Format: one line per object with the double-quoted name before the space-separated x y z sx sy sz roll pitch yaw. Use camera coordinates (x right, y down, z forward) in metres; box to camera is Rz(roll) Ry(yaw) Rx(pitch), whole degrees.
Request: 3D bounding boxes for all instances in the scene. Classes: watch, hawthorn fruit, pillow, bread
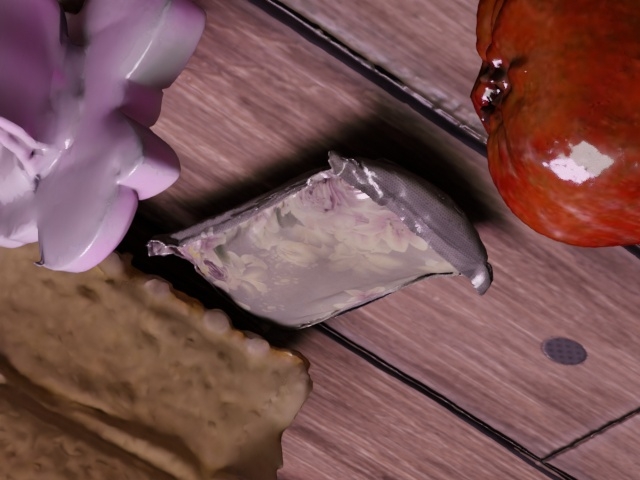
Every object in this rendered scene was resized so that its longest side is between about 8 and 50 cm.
"watch" -0.233 -0.092 0.972 0.217 0.211 0.248 18 159 -35
"hawthorn fruit" 0.186 -0.086 0.828 0.202 0.185 0.185 1 141 2
"pillow" 0.000 0.000 1.117 0.169 0.059 0.255 34 145 -30
"bread" -0.249 0.166 1.244 0.371 0.279 0.390 32 154 -15
